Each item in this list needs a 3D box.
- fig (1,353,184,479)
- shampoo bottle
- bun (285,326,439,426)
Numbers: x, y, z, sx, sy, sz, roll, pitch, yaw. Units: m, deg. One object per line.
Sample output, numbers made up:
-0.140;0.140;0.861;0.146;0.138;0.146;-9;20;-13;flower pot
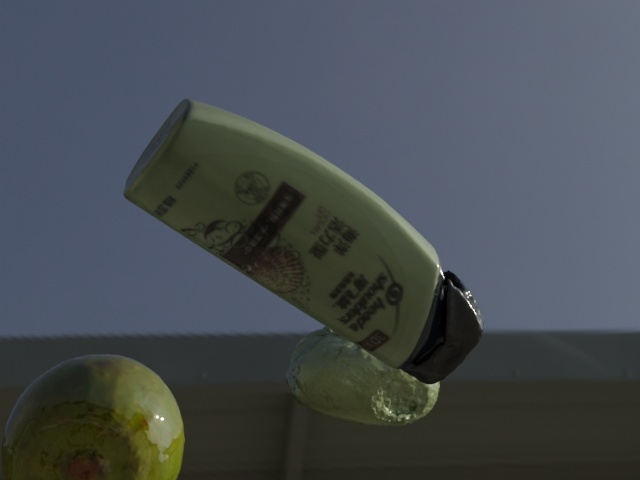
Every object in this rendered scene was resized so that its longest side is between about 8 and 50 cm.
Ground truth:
-0.322;0.282;1.888;0.258;0.326;0.258;1;-76;5;fig
0.000;0.000;1.214;0.359;0.078;0.134;33;-71;-16;shampoo bottle
0.058;0.169;1.694;0.221;0.221;0.108;9;-82;2;bun
